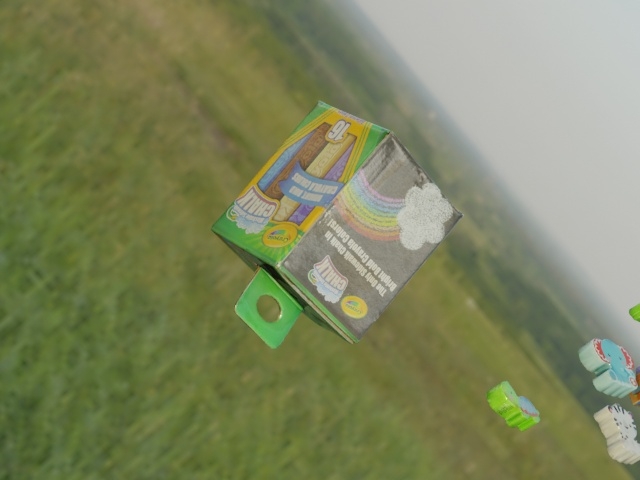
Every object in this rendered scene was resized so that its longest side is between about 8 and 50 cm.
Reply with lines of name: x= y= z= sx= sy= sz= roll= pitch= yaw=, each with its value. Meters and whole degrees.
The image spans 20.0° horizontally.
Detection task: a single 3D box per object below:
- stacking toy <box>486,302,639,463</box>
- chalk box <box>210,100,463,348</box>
stacking toy: x=0.257 y=0.108 z=1.478 sx=0.221 sy=0.167 sz=0.052 roll=20 pitch=43 yaw=-45
chalk box: x=0.000 y=0.000 z=1.700 sx=0.132 sy=0.213 sz=0.132 roll=47 pitch=-9 yaw=-35
